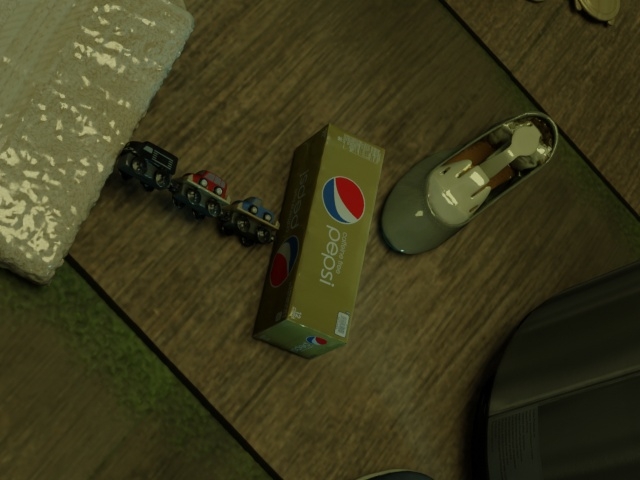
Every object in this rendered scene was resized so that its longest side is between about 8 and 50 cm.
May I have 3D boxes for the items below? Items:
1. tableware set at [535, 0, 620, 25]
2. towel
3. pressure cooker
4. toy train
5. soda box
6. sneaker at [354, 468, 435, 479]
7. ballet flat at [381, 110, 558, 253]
[{"bbox_3d":[0.249,-0.302,1.331,0.169,0.020,0.141,9,70,-30],"label":"tableware set"},{"bbox_3d":[-0.221,-0.122,0.960,0.187,0.049,0.282,32,59,-17],"label":"towel"},{"bbox_3d":[0.370,0.165,0.993,0.375,0.420,0.369,-40,95,-36],"label":"pressure cooker"},{"bbox_3d":[-0.092,-0.037,1.002,0.158,0.027,0.036,30,61,-37],"label":"toy train"},{"bbox_3d":[0.000,0.000,1.043,0.058,0.061,0.181,24,62,-22],"label":"soda box"},{"bbox_3d":[0.028,0.259,0.889,0.131,0.148,0.350,54,41,0],"label":"sneaker"},{"bbox_3d":[0.138,-0.060,1.146,0.213,0.068,0.072,-35,93,-35],"label":"ballet flat"}]
